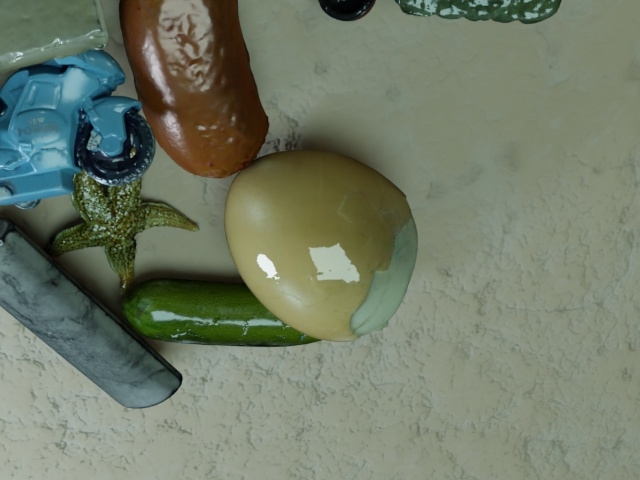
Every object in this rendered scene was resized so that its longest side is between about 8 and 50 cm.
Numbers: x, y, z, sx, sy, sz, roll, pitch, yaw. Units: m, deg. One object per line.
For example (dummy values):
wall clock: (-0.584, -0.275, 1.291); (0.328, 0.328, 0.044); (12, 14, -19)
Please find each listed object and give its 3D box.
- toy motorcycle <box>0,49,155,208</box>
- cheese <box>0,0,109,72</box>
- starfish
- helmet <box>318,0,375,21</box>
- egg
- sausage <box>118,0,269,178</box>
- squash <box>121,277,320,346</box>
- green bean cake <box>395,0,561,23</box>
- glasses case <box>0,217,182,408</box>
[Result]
toy motorcycle: (-0.303, -0.125, 0.930); (0.272, 0.123, 0.182); (-10, 84, 4)
cheese: (-0.390, -0.170, 0.870); (0.400, 0.034, 0.085); (-12, 85, 7)
starfish: (-0.222, -0.025, 1.079); (0.176, 0.053, 0.208); (-1, 128, -28)
helmet: (0.032, -0.269, 0.993); (0.065, 0.049, 0.084); (6, 95, 16)
egg: (0.000, 0.000, 1.065); (0.244, 0.201, 0.201); (36, 106, -23)
sausage: (-0.130, -0.179, 0.957); (0.133, 0.133, 0.258); (-16, 126, -7)
squash: (-0.080, 0.090, 1.166); (0.331, 0.087, 0.087); (2, 121, -18)
green bean cake: (0.164, -0.323, 0.970); (0.185, 0.094, 0.183); (-2, 122, -15)
glasses case: (-0.290, 0.092, 1.096); (0.114, 0.060, 0.299); (-10, 135, 35)
